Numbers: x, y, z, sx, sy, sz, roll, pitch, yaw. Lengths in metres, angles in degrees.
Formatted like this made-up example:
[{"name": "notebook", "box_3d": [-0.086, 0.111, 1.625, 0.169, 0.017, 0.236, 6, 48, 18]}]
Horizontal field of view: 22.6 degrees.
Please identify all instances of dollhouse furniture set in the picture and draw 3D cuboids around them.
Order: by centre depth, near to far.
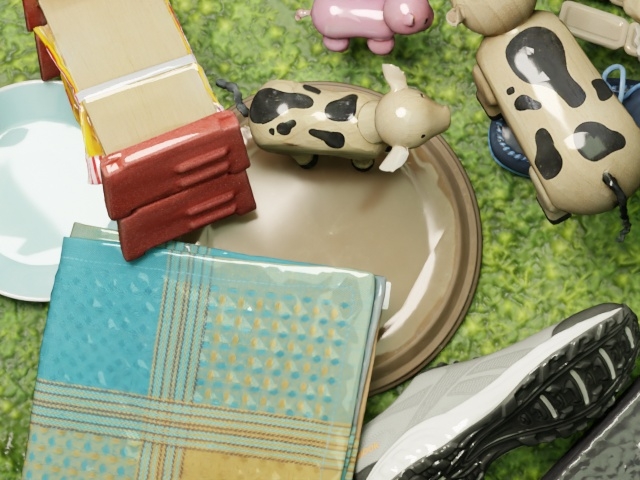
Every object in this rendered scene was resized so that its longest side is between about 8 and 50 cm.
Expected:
[{"name": "dollhouse furniture set", "box_3d": [-0.260, -0.071, 1.233, 0.374, 0.152, 0.201, -21, 66, -9]}]

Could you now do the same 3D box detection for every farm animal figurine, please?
[{"name": "farm animal figurine", "box_3d": [0.129, -0.133, 1.224, 0.327, 0.172, 0.330, 43, 90, 13]}]

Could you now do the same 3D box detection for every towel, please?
[{"name": "towel", "box_3d": [-0.109, 0.185, 1.303, 0.271, 0.040, 0.370, 10, 92, 7]}]

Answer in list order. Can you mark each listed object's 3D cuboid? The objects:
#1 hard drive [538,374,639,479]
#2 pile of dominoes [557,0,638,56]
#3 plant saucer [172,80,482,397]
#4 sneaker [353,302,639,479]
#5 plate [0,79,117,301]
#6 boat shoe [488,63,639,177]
[{"name": "hard drive", "box_3d": [0.309, 0.233, 1.311, 0.237, 0.064, 0.339, 43, 89, 1]}, {"name": "pile of dominoes", "box_3d": [0.318, -0.220, 1.367, 0.251, 0.040, 0.196, 18, 66, -1]}, {"name": "plant saucer", "box_3d": [0.000, 0.000, 1.346, 0.278, 0.041, 0.277, 0, 86, -2]}, {"name": "sneaker", "box_3d": [0.137, 0.125, 1.304, 0.271, 0.108, 0.100, -32, 131, -1]}, {"name": "plate", "box_3d": [-0.233, -0.041, 1.351, 0.188, 0.024, 0.188, 0, 85, -1]}, {"name": "boat shoe", "box_3d": [0.271, -0.103, 1.334, 0.258, 0.089, 0.109, -6, 86, -2]}]
